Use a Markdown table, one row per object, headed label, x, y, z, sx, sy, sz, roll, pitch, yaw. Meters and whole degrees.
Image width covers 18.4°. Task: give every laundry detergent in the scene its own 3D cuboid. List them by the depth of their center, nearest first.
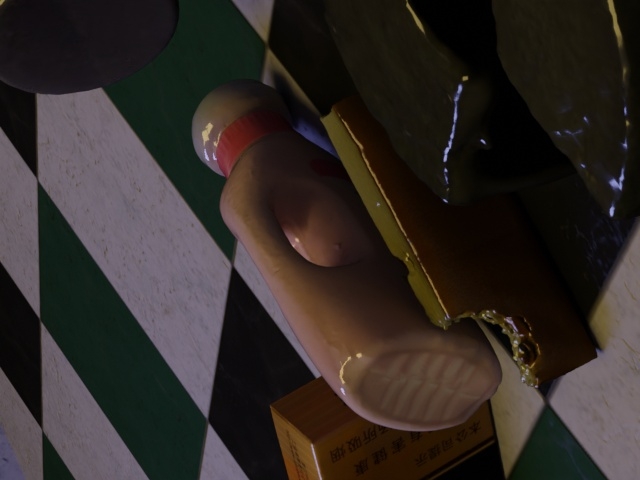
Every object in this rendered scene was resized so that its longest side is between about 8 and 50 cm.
| label | x | y | z | sx | sy | sz | roll | pitch | yaw |
| --- | --- | --- | --- | --- | --- | --- | --- | --- | --- |
| laundry detergent | 0.000 | 0.000 | 1.426 | 0.088 | 0.159 | 0.335 | -56 | 43 | 19 |

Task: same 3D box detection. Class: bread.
| label | x | y | z | sx | sy | sz | roll | pitch | yaw |
| --- | --- | --- | --- | --- | --- | --- | --- | --- | --- |
| bread | 0.090 | -0.003 | 1.288 | 0.226 | 0.088 | 0.049 | 62 | 157 | 0 |

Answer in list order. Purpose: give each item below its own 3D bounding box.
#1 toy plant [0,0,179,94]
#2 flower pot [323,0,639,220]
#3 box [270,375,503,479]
| label | x | y | z | sx | sy | sz | roll | pitch | yaw |
| --- | --- | --- | --- | --- | --- | --- | --- | --- | --- |
| toy plant | -0.234 | -0.309 | 1.495 | 0.185 | 0.279 | 0.400 | -42 | 52 | 32 |
| flower pot | 0.139 | -0.155 | 0.772 | 0.379 | 0.251 | 0.379 | 50 | 157 | 30 |
| box | 0.061 | 0.193 | 1.508 | 0.070 | 0.152 | 0.237 | 34 | 145 | 50 |
